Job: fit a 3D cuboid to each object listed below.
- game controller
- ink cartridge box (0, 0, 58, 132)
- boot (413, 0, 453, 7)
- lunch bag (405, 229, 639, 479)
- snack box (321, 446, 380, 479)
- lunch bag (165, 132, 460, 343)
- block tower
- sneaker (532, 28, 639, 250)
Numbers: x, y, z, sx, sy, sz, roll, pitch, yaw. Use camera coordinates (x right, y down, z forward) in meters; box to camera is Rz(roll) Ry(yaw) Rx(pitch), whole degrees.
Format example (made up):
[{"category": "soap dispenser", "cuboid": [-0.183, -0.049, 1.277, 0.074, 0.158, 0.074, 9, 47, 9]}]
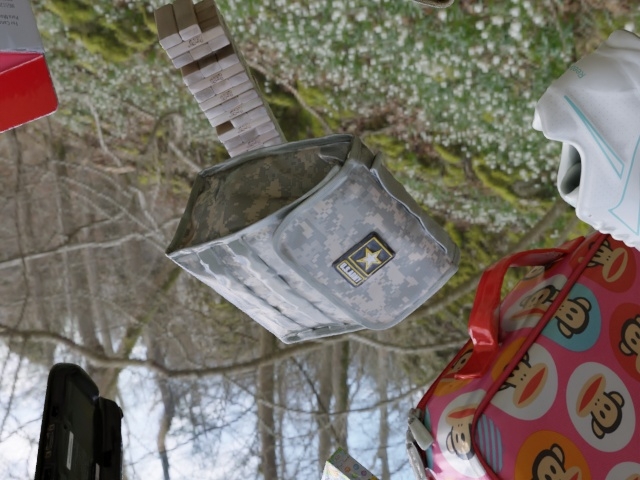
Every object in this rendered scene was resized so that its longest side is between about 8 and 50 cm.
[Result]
[{"category": "game controller", "cuboid": [-0.298, 0.296, 0.899, 0.067, 0.166, 0.319, -27, -144, 5]}, {"category": "ink cartridge box", "cuboid": [-0.503, -0.246, 0.882, 0.309, 0.272, 0.130, -13, -173, 27]}, {"category": "boot", "cuboid": [0.094, -0.409, 0.948, 0.213, 0.165, 0.077, 23, 142, -34]}, {"category": "lunch bag", "cuboid": [0.212, 0.125, 0.576, 0.293, 0.258, 0.120, -40, -178, -32]}, {"category": "snack box", "cuboid": [0.048, 0.400, 1.147, 0.100, 0.141, 0.037, 34, -129, 20]}, {"category": "lunch bag", "cuboid": [0.000, 0.000, 0.900, 0.287, 0.235, 0.169, -16, -133, 37]}, {"category": "block tower", "cuboid": [-0.138, -0.221, 1.151, 0.091, 0.335, 0.097, -23, -132, 6]}, {"category": "sneaker", "cuboid": [0.150, -0.024, 0.354, 0.061, 0.152, 0.054, -34, -156, 6]}]
